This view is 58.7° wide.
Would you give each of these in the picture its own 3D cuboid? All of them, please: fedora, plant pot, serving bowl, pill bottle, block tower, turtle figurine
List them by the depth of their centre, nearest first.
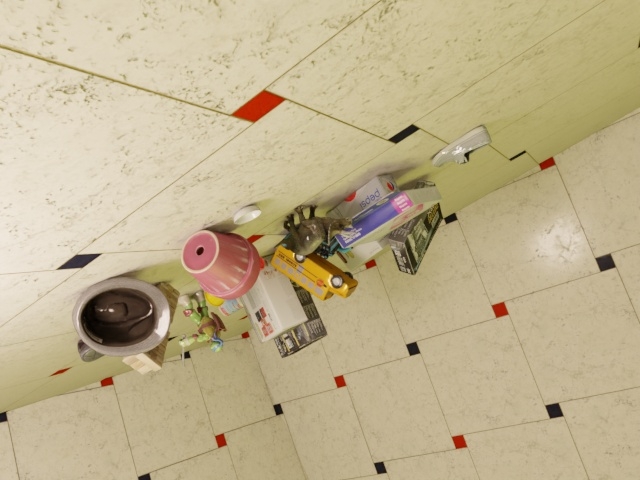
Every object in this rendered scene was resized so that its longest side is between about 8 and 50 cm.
[{"bbox_3d":[-0.211,-0.077,1.619,0.083,0.027,0.083,-24,169,-5],"label":"serving bowl"},{"bbox_3d":[-0.304,0.059,1.667,0.201,0.201,0.180,-28,153,13],"label":"plant pot"},{"bbox_3d":[-0.595,0.218,1.718,0.276,0.243,0.124,-7,-167,-15],"label":"fedora"},{"bbox_3d":[-0.554,0.283,1.877,0.097,0.091,0.335,-30,-147,19],"label":"block tower"},{"bbox_3d":[-0.516,0.364,2.361,0.198,0.266,0.274,-20,167,-25],"label":"turtle figurine"},{"bbox_3d":[-0.410,0.296,2.756,0.160,0.087,0.087,-29,168,17],"label":"pill bottle"}]

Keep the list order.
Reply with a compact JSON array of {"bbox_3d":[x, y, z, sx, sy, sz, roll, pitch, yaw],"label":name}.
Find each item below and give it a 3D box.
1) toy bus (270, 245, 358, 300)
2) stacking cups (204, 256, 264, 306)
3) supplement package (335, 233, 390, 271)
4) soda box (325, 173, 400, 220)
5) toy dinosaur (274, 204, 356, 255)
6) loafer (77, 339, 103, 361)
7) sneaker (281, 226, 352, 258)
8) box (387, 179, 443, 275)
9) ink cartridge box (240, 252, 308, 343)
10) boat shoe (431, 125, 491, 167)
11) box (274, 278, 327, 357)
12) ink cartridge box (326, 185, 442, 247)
[{"bbox_3d":[-0.024,0.124,2.209,0.130,0.333,0.108,-63,160,17],"label":"toy bus"},{"bbox_3d":[-0.343,0.162,2.273,0.316,0.096,0.096,-36,165,38],"label":"stacking cups"},{"bbox_3d":[0.202,-0.021,2.371,0.204,0.145,0.262,-40,179,-36],"label":"supplement package"},{"bbox_3d":[0.152,-0.124,2.033,0.091,0.098,0.286,-16,166,-47],"label":"soda box"},{"bbox_3d":[-0.051,-0.019,1.898,0.314,0.160,0.121,-30,167,25],"label":"toy dinosaur"},{"bbox_3d":[-0.813,0.369,2.255,0.303,0.095,0.109,-26,140,-24],"label":"loafer"},{"bbox_3d":[0.000,0.000,2.163,0.341,0.139,0.125,-13,165,-44],"label":"sneaker"},{"bbox_3d":[0.387,-0.052,2.291,0.307,0.077,0.242,-59,148,-23],"label":"box"},{"bbox_3d":[-0.218,0.248,2.384,0.130,0.309,0.272,-19,168,-32],"label":"ink cartridge box"},{"bbox_3d":[0.492,-0.307,1.986,0.227,0.081,0.079,-34,166,35],"label":"boat shoe"},{"bbox_3d":[-0.152,0.291,2.512,0.097,0.394,0.318,-16,165,-34],"label":"box"},{"bbox_3d":[0.224,-0.076,1.993,0.324,0.071,0.330,-33,169,35],"label":"ink cartridge box"}]
